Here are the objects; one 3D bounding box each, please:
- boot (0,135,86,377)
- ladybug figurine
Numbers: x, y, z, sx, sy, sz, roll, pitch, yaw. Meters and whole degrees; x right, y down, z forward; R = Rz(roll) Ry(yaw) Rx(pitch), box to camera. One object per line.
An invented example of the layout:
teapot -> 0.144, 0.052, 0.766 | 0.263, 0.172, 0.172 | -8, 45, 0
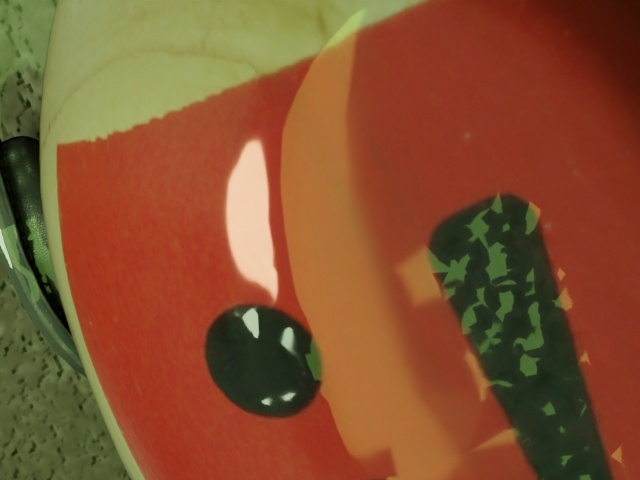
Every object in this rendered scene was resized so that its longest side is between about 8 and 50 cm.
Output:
boot -> 0.000, 0.000, 0.881 | 0.229, 0.091, 0.263 | -37, 110, 6
ladybug figurine -> 0.062, 0.028, 0.771 | 0.305, 0.162, 0.449 | -27, 103, -4
